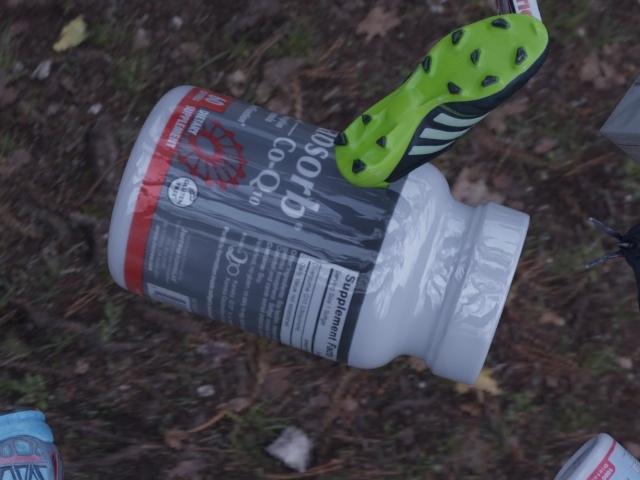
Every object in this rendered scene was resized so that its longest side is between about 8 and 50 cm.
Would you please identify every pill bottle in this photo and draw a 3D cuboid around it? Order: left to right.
[{"bbox_3d":[0.000,0.000,1.425,0.363,0.210,0.210,18,73,6],"label":"pill bottle"},{"bbox_3d":[0.307,0.271,1.463,0.160,0.087,0.087,41,67,4],"label":"pill bottle"}]

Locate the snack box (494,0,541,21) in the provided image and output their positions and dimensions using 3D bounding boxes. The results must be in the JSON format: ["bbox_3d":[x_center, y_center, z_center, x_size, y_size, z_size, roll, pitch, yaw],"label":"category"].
[{"bbox_3d":[0.152,-0.228,1.239,0.022,0.064,0.178,-13,81,-4],"label":"snack box"}]

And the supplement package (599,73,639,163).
[{"bbox_3d":[0.544,-0.138,1.917,0.263,0.198,0.199,37,87,-12],"label":"supplement package"}]

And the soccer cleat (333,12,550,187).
[{"bbox_3d":[0.088,-0.097,1.049,0.072,0.179,0.060,13,46,-59],"label":"soccer cleat"}]

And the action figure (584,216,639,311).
[{"bbox_3d":[0.406,0.018,1.488,0.276,0.141,0.164,5,84,14],"label":"action figure"}]

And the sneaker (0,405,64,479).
[{"bbox_3d":[-0.356,0.279,1.462,0.104,0.262,0.125,19,35,-59],"label":"sneaker"}]
